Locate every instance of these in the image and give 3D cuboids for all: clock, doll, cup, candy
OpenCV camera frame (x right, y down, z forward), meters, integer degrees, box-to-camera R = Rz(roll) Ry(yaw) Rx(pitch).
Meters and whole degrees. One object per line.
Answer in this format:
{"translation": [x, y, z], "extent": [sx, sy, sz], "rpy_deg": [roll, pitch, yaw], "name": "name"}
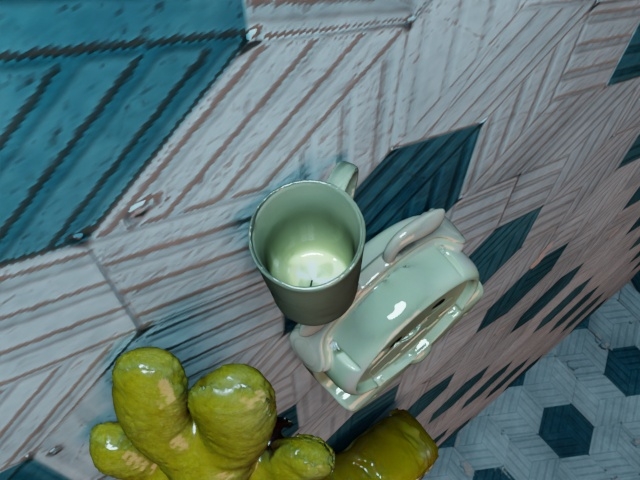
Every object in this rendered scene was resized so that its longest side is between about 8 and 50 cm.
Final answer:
{"translation": [0.050, 0.049, 0.567], "extent": [0.151, 0.062, 0.191], "rpy_deg": [-41, 159, -4], "name": "clock"}
{"translation": [-0.062, 0.115, 0.466], "extent": [0.137, 0.097, 0.209], "rpy_deg": [1, 142, -4], "name": "doll"}
{"translation": [-0.005, 0.001, 0.403], "extent": [0.054, 0.075, 0.083], "rpy_deg": [-3, 160, 1], "name": "cup"}
{"translation": [0.056, 0.355, 1.142], "extent": [0.260, 0.118, 0.260], "rpy_deg": [-37, 165, -12], "name": "candy"}
